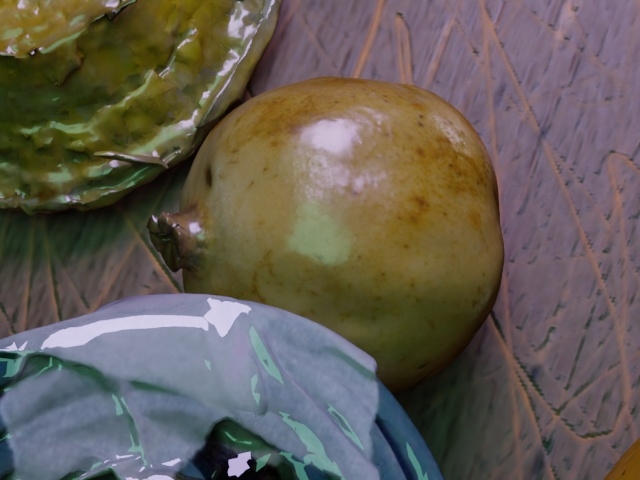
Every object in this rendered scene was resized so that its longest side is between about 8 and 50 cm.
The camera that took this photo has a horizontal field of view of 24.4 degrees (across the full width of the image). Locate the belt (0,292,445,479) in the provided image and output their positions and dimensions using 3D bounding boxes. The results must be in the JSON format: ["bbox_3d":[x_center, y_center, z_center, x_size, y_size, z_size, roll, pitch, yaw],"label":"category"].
[{"bbox_3d":[-0.102,0.233,0.645,0.300,0.173,0.436,23,59,-10],"label":"belt"}]

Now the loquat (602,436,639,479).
[{"bbox_3d":[0.246,0.197,0.621,0.328,0.328,0.328,-3,72,10],"label":"loquat"}]

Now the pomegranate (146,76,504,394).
[{"bbox_3d":[0.000,0.000,0.803,0.196,0.196,0.196,-3,72,10],"label":"pomegranate"}]

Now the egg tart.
[{"bbox_3d":[-0.167,-0.163,0.922,0.295,0.116,0.294,-4,72,11],"label":"egg tart"}]
